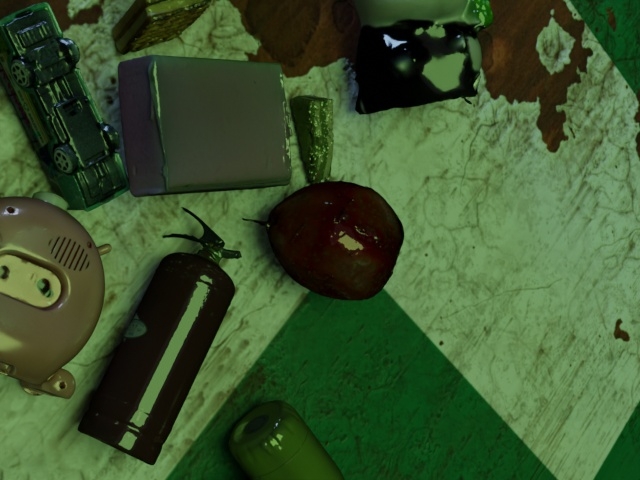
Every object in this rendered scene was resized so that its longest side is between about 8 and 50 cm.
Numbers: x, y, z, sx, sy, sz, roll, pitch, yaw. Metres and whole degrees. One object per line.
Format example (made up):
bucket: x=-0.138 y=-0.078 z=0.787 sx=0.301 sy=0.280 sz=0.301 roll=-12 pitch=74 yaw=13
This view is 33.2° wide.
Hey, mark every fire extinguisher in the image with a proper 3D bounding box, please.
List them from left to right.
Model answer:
fire extinguisher: x=-0.209 y=0.122 z=1.449 sx=0.135 sy=0.114 sz=0.337 roll=21 pitch=74 yaw=15

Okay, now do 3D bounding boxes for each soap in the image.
soap: x=-0.152 y=-0.154 z=1.453 sx=0.259 sy=0.081 sz=0.181 roll=-10 pitch=94 yaw=-51

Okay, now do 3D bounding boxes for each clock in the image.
clock: x=-0.372 y=0.053 z=1.329 sx=0.227 sy=0.142 sz=0.241 roll=28 pitch=72 yaw=-29

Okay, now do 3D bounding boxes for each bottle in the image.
bottle: x=-0.022 y=0.358 z=1.559 sx=0.112 sy=0.112 sz=0.260 roll=-44 pitch=112 yaw=-25

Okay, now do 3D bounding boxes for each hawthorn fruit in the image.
hawthorn fruit: x=0.000 y=0.000 z=1.550 sx=0.235 sy=0.181 sz=0.181 roll=8 pitch=85 yaw=-19

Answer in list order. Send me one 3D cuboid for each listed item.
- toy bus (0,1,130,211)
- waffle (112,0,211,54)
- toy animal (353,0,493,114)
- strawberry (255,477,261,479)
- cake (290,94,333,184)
toy bus: x=-0.336 y=-0.165 z=1.367 sx=0.091 sy=0.109 sz=0.262 roll=-32 pitch=108 yaw=-36
waffle: x=-0.211 y=-0.299 z=1.426 sx=0.102 sy=0.148 sz=0.042 roll=-25 pitch=92 yaw=-28
toy animal: x=0.154 y=-0.329 z=1.622 sx=0.212 sy=0.212 sz=0.267 roll=-8 pitch=101 yaw=-32
strawberry: x=-0.103 y=0.460 z=1.493 sx=0.174 sy=0.098 sz=0.228 roll=-20 pitch=118 yaw=2
cake: x=-0.003 y=-0.152 z=1.612 sx=0.051 sy=0.055 sz=0.140 roll=-18 pitch=101 yaw=-37
